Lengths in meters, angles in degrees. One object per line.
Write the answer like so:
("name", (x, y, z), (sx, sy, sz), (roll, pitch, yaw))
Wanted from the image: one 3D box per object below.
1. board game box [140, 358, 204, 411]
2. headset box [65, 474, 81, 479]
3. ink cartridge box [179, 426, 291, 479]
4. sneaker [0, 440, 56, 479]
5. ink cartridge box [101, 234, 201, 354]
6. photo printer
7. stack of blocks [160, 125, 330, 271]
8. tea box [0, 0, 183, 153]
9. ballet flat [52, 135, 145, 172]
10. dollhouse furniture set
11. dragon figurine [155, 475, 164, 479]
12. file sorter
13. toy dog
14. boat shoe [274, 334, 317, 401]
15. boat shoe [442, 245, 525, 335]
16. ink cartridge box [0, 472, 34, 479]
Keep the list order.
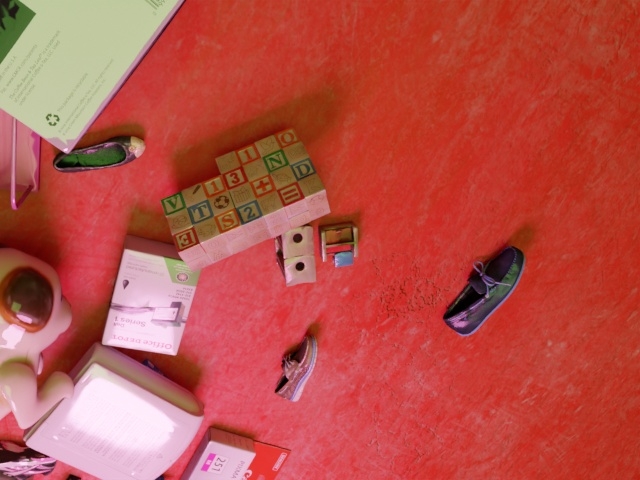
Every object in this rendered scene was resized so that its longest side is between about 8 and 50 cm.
("board game box", (-0.385, 0.383, 1.326), (0.136, 0.035, 0.201), (-38, 115, 1))
("headset box", (-0.595, 0.601, 1.337), (0.032, 0.062, 0.083), (34, 99, -24))
("ink cartridge box", (-0.233, 0.625, 1.451), (0.238, 0.060, 0.275), (25, 103, -22))
("sneaker", (-0.676, 0.497, 1.271), (0.178, 0.072, 0.077), (8, 110, -17))
("ink cartridge box", (-0.351, 0.117, 1.199), (0.160, 0.093, 0.220), (13, 106, -19))
("photo printer", (-0.425, 0.389, 1.237), (0.307, 0.107, 0.256), (38, 97, -25))
("stack of blocks", (-0.151, -0.083, 1.125), (0.296, 0.171, 0.087), (-24, 152, -4))
("tea box", (-0.365, -0.352, 0.882), (0.220, 0.323, 0.329), (37, 98, -24))
("ballet flat", (-0.419, -0.158, 1.095), (0.173, 0.049, 0.058), (-16, 115, -9))
("dollhouse furniture set", (0.000, 0.000, 1.230), (0.183, 0.129, 0.129), (-8, 113, -11))
("dragon figurine", (-0.493, 0.665, 1.377), (0.288, 0.085, 0.144), (-14, 112, -15))
("file sorter", (-0.639, -0.172, 0.955), (0.290, 0.182, 0.202), (6, 109, -18))
("toy dog", (-0.634, 0.197, 1.024), (0.408, 0.284, 0.395), (-52, 128, -15))
("boat shoe", (-0.060, 0.304, 1.369), (0.066, 0.066, 0.183), (13, 107, -19))
("boat shoe", (0.399, 0.122, 1.405), (0.089, 0.109, 0.258), (28, 99, -20))
("ink cartridge box", (-0.846, 0.611, 1.185), (0.384, 0.160, 0.279), (27, 103, -33))
